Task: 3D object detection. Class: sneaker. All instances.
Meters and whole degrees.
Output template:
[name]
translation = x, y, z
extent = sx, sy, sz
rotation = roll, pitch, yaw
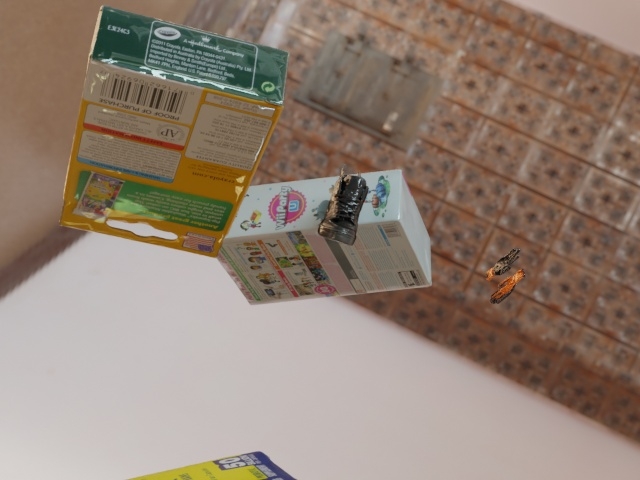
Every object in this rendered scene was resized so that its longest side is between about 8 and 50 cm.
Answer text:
[sneaker]
translation = 0.033, -0.049, 1.577
extent = 0.170, 0.051, 0.089
rotation = -93, -158, -81

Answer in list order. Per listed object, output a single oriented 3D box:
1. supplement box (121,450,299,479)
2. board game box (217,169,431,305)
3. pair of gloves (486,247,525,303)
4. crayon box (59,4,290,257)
[supplement box]
translation = -0.188, 0.347, 1.134
extent = 0.194, 0.356, 0.195
rotation = 180, -99, -73
[board game box]
translation = 0.000, 0.000, 1.788
extent = 0.224, 0.303, 0.098
rotation = 61, 27, -56
[pair of gloves]
translation = 0.273, 0.052, 1.719
extent = 0.074, 0.010, 0.083
rotation = -45, -155, 32
[crayon box]
translation = -0.175, -0.111, 1.323
extent = 0.323, 0.203, 0.083
rotation = 120, -21, -54
